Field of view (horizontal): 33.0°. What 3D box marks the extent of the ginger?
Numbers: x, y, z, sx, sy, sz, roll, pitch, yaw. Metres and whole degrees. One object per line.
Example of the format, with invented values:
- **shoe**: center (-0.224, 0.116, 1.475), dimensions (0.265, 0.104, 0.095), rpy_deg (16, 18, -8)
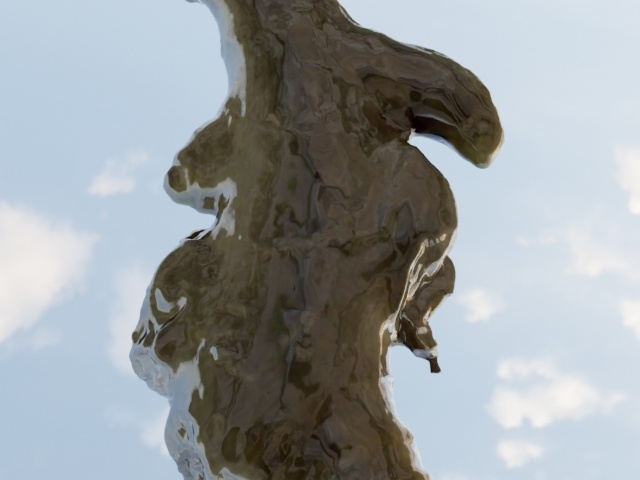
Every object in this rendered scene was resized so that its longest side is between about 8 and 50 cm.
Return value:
- **ginger**: center (0.000, 0.002, 0.477), dimensions (0.166, 0.080, 0.333), rpy_deg (0, -115, 0)
